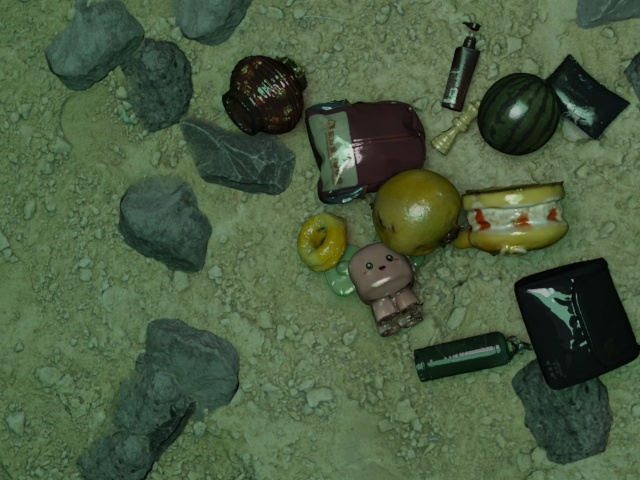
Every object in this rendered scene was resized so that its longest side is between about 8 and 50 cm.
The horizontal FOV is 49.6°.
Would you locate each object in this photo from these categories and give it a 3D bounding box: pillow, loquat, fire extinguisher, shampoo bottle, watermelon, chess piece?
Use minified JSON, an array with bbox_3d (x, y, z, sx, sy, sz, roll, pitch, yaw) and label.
[{"bbox_3d":[0.682,-0.372,1.816,0.208,0.055,0.141,43,98,10],"label":"pillow"},{"bbox_3d":[0.254,-0.068,1.786,0.244,0.244,0.243,1,92,14],"label":"loquat"},{"bbox_3d":[0.412,0.311,1.880,0.311,0.114,0.095,-15,92,12],"label":"fire extinguisher"},{"bbox_3d":[0.386,-0.473,1.883,0.068,0.067,0.236,16,96,4],"label":"shampoo bottle"},{"bbox_3d":[0.510,-0.327,1.781,0.212,0.212,0.212,1,92,14],"label":"watermelon"},{"bbox_3d":[0.376,-0.312,1.877,0.060,0.060,0.172,45,112,9],"label":"chess piece"}]

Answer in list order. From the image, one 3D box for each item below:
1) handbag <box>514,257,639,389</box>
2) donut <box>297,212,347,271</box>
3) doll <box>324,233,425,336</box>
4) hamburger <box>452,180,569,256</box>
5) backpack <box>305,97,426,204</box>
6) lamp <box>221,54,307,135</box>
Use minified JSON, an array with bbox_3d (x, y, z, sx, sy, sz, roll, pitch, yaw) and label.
[{"bbox_3d":[0.671,0.210,1.776,0.275,0.178,0.301,-19,87,14],"label":"handbag"},{"bbox_3d":[0.000,0.000,1.944,0.162,0.065,0.178,-32,43,28],"label":"donut"},{"bbox_3d":[0.167,0.105,1.915,0.284,0.216,0.268,-20,62,-2],"label":"doll"},{"bbox_3d":[0.481,-0.050,1.785,0.303,0.261,0.186,-1,96,32],"label":"hamburger"},{"bbox_3d":[0.129,-0.256,1.892,0.317,0.197,0.283,-11,91,-2],"label":"backpack"},{"bbox_3d":[-0.148,-0.410,1.942,0.247,0.247,0.246,1,92,14],"label":"lamp"}]
